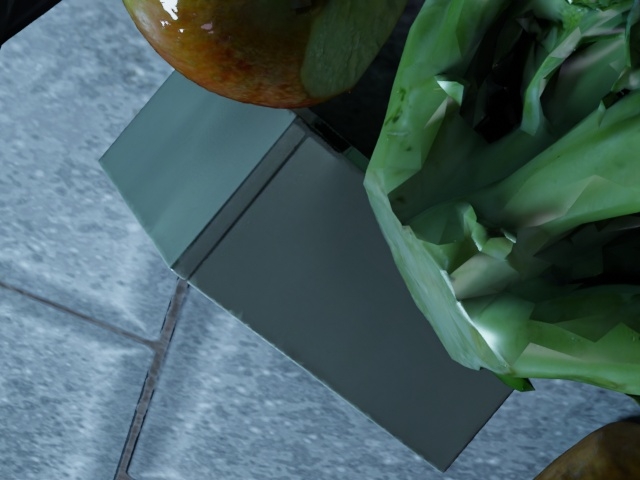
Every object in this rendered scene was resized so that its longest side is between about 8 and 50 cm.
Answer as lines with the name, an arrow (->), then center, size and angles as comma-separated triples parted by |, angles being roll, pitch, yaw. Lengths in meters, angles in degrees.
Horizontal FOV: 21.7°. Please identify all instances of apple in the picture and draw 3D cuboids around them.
apple -> -0.031, -0.164, 0.887 | 0.160, 0.173, 0.195 | 6, 138, 16

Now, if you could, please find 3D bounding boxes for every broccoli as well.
broccoli -> 0.192, -0.038, 0.792 | 0.321, 0.310, 0.413 | 2, 126, 44

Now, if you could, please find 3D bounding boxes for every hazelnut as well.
hazelnut -> 0.243, 0.233, 1.297 | 0.182, 0.182, 0.182 | 14, 145, 10

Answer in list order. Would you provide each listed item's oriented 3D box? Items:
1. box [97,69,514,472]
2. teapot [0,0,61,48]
box -> 0.000, 0.000, 1.056 | 0.225, 0.117, 0.225 | 39, -177, -26
teapot -> -0.111, -0.243, 0.587 | 0.305, 0.362, 0.376 | 4, 129, 46
